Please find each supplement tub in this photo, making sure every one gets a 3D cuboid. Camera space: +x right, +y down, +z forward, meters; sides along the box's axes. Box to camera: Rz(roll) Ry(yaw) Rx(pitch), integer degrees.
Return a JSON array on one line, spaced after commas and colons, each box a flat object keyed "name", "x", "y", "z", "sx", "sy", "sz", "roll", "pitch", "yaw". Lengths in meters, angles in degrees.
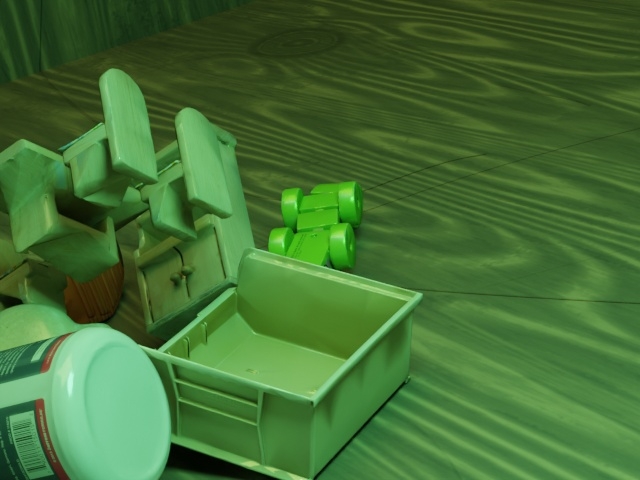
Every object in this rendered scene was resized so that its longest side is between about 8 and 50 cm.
[{"name": "supplement tub", "x": -0.318, "y": 0.210, "z": 1.753, "sx": 0.272, "sy": 0.191, "sz": 0.191, "roll": -15, "pitch": 17, "yaw": 27}]

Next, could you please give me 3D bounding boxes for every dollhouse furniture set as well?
[{"name": "dollhouse furniture set", "x": -0.273, "y": -0.058, "z": 2.057, "sx": 0.362, "sy": 0.394, "sz": 0.256, "roll": -31, "pitch": 55, "yaw": 27}]

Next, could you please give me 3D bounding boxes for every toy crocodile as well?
[{"name": "toy crocodile", "x": 0.000, "y": 0.000, "z": 2.317, "sx": 0.115, "sy": 0.105, "sz": 0.340, "roll": -7, "pitch": 26, "yaw": 11}]

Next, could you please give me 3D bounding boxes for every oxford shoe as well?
[{"name": "oxford shoe", "x": -0.386, "y": 0.081, "z": 2.265, "sx": 0.133, "sy": 0.130, "sz": 0.363, "roll": -10, "pitch": 20, "yaw": 23}]

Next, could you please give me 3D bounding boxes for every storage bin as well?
[{"name": "storage bin", "x": -0.058, "y": 0.136, "z": 1.870, "sx": 0.260, "sy": 0.123, "sz": 0.262, "roll": 15, "pitch": 32, "yaw": 25}]

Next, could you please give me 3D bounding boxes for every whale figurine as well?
[{"name": "whale figurine", "x": -0.317, "y": 0.196, "z": 1.951, "sx": 0.272, "sy": 0.141, "sz": 0.216, "roll": 29, "pitch": 68, "yaw": 30}]
